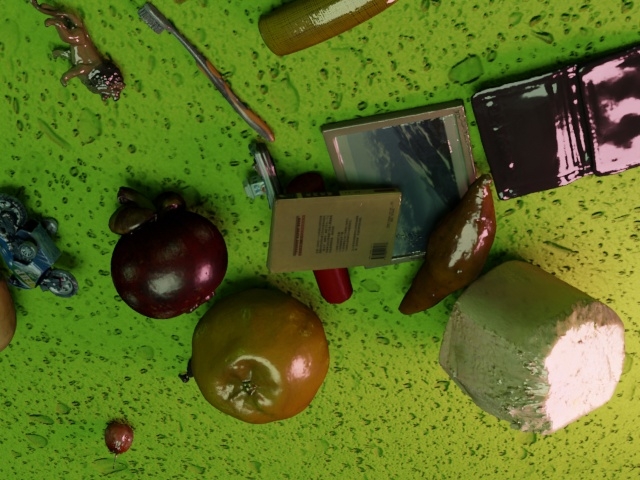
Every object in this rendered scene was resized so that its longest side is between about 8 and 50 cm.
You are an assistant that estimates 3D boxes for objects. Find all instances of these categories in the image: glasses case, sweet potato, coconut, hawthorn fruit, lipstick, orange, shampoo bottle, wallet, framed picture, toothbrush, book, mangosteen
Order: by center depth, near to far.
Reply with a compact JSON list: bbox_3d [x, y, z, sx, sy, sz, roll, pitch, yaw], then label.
[{"bbox_3d":[0.015,-0.353,1.500,0.234,0.064,0.079,-22,120,21],"label":"glasses case"},{"bbox_3d":[-0.178,-0.270,1.608,0.031,0.023,0.321,-27,125,32],"label":"toothbrush"},{"bbox_3d":[0.431,-0.193,1.640,0.323,0.041,0.247,-15,130,10],"label":"wallet"},{"bbox_3d":[0.024,-0.017,1.742,0.231,0.026,0.161,-4,126,-16],"label":"book"},{"bbox_3d":[0.161,-0.090,1.755,0.247,0.022,0.335,-9,131,11],"label":"framed picture"},{"bbox_3d":[-0.290,0.014,1.762,0.215,0.215,0.257,-34,91,28],"label":"mangosteen"},{"bbox_3d":[0.243,0.025,1.771,0.112,0.112,0.359,12,128,-9],"label":"sweet potato"},{"bbox_3d":[0.001,-0.001,1.809,0.073,0.073,0.279,-8,130,10],"label":"lipstick"},{"bbox_3d":[0.374,0.196,1.828,0.298,0.309,0.297,-12,112,-31],"label":"coconut"},{"bbox_3d":[-0.119,0.228,1.907,0.279,0.235,0.279,0,124,0],"label":"orange"},{"bbox_3d":[-0.251,0.261,2.077,0.048,0.027,0.137,40,123,-13],"label":"shampoo bottle"},{"bbox_3d":[-0.461,0.464,2.216,0.067,0.103,0.066,3,150,2],"label":"hawthorn fruit"}]

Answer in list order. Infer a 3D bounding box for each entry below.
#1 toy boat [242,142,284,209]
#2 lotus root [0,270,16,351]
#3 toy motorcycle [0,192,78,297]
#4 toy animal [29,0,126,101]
[{"bbox_3d":[-0.106,-0.107,1.722,0.066,0.059,0.140,-18,131,1],"label":"toy boat"},{"bbox_3d":[-0.689,0.096,1.864,0.169,0.151,0.342,-3,134,4],"label":"lotus root"},{"bbox_3d":[-0.561,0.015,1.833,0.136,0.092,0.254,-12,122,25],"label":"toy motorcycle"},{"bbox_3d":[-0.401,-0.305,1.560,0.086,0.069,0.219,-34,130,3],"label":"toy animal"}]
